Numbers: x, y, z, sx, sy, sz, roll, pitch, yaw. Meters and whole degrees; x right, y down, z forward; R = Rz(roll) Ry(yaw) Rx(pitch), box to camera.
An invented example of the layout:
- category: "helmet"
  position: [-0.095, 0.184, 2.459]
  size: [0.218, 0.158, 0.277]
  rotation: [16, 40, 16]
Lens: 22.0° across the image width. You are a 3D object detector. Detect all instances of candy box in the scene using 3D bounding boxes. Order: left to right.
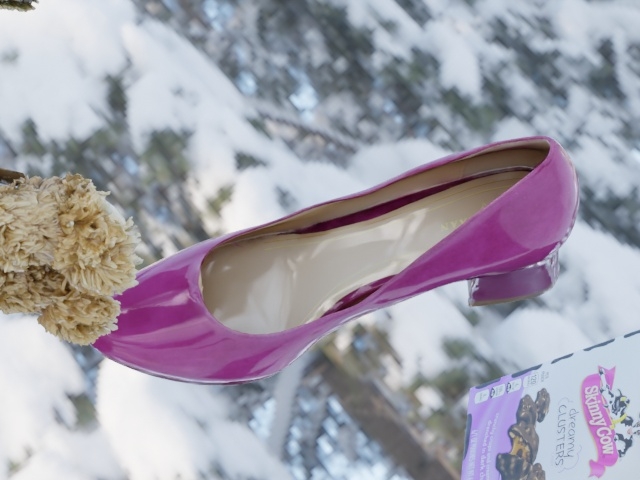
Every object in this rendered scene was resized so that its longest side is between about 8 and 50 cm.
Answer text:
- category: "candy box"
  position: [0.212, 0.176, 1.341]
  size: [0.196, 0.165, 0.070]
  rotation: [-24, -49, 36]

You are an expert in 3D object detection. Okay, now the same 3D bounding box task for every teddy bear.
- category: "teddy bear"
  position: [-0.283, -0.017, 1.114]
  size: [0.245, 0.338, 0.113]
  rotation: [-26, 38, 57]

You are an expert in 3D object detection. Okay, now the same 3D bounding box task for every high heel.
- category: "high heel"
  position: [0.000, 0.000, 1.208]
  size: [0.377, 0.127, 0.181]
  rotation: [-14, -30, -2]

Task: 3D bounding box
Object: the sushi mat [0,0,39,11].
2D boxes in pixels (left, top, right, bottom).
- category: "sushi mat"
  position: [-0.424, -0.298, 1.562]
  size: [0.019, 0.316, 0.151]
  rotation: [-63, -22, 13]
